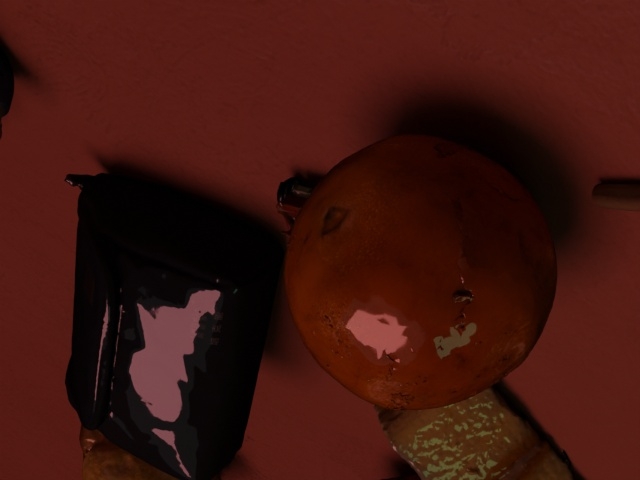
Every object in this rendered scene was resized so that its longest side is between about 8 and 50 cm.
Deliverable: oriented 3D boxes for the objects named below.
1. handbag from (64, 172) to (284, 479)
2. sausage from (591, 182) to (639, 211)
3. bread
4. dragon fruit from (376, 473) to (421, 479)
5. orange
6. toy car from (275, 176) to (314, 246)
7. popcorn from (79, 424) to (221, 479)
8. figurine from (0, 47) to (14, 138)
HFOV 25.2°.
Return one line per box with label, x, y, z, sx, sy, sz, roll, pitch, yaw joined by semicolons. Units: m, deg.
handbag;-0.202;0.098;1.598;0.275;0.178;0.302;22;123;16
sausage;0.281;-0.034;1.161;0.132;0.024;0.024;5;135;43
bread;0.173;0.252;1.556;0.266;0.142;0.178;46;132;-15
dragon fruit;0.099;0.346;1.724;0.142;0.130;0.121;-47;56;20
orange;0.085;0.027;1.238;0.240;0.240;0.240;26;146;19
toy car;0.000;0.000;1.450;0.073;0.054;0.143;15;140;33
popcorn;-0.242;0.330;1.978;0.191;0.190;0.253;-14;118;43
figurine;-0.462;-0.153;1.613;0.275;0.158;0.161;-11;115;50
